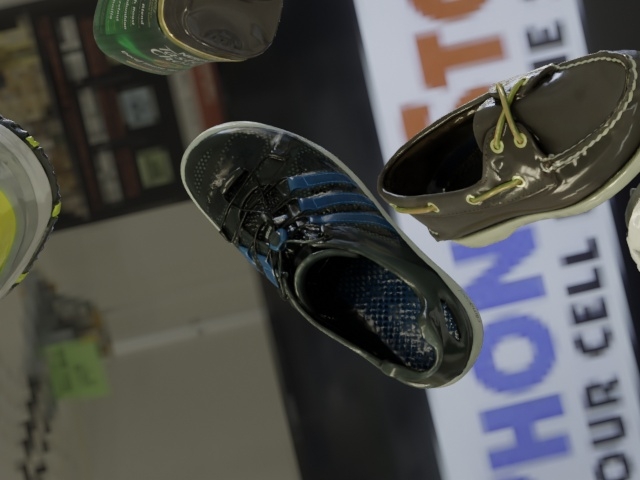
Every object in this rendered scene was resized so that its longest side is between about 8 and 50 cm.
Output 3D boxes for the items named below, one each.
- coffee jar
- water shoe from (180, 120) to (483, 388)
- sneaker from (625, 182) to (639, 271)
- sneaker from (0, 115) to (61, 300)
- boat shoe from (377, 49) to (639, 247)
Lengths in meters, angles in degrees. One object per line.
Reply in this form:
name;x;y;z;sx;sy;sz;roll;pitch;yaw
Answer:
coffee jar;-0.109;-0.184;1.600;0.184;0.096;0.079;-1;73;61
water shoe;0.000;0.000;1.033;0.203;0.073;0.080;37;-170;19
sneaker;0.232;0.050;1.027;0.106;0.078;0.234;47;177;38
sneaker;-0.329;0.078;1.400;0.384;0.145;0.147;-63;-14;25
boat shoe;0.113;-0.054;1.116;0.228;0.069;0.081;-33;44;55
